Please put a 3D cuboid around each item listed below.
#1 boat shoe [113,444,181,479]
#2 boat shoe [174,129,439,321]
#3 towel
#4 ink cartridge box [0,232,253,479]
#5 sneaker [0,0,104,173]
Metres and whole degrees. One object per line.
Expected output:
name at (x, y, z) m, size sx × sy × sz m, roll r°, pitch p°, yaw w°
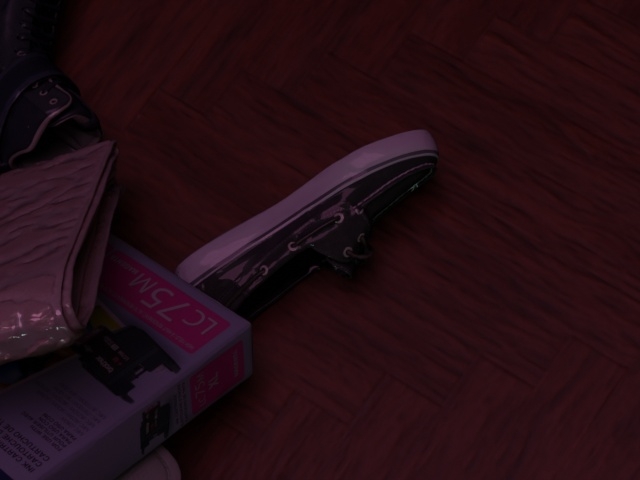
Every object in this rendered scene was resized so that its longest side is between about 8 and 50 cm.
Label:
boat shoe at (-0.245, 0.174, 1.362) m, size 0.302 × 0.091 × 0.114 m, roll 14°, pitch 42°, yaw 15°
boat shoe at (0.000, 0.000, 1.406) m, size 0.228 × 0.080 × 0.076 m, roll -29°, pitch 72°, yaw -4°
towel at (-0.306, 0.043, 1.318) m, size 0.331 × 0.317 × 0.053 m, roll -18°, pitch 110°, yaw 8°
ink cartridge box at (-0.219, 0.114, 1.317) m, size 0.186 × 0.065 × 0.311 m, roll 31°, pitch 51°, yaw 30°
sneaker at (-0.219, -0.157, 1.489) m, size 0.163 × 0.086 × 0.226 m, roll 28°, pitch 83°, yaw 29°
